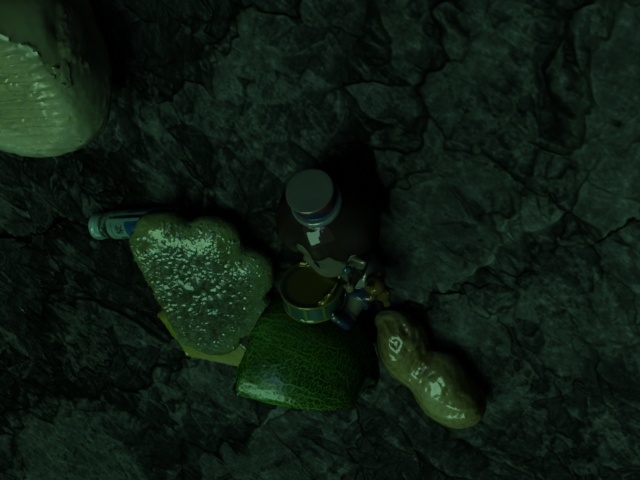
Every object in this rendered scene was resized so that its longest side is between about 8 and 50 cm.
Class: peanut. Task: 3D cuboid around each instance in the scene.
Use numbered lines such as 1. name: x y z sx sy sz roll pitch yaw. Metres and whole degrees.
1. peanut: 0.161 0.194 1.908 0.228 0.085 0.104 45 138 -7

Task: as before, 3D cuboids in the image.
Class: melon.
1. melon: 0.006 0.155 1.883 0.169 0.265 0.129 21 113 19

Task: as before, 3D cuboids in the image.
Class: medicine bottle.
1. medicine bottle: -0.297 -0.028 2.046 0.191 0.051 0.051 -2 128 39

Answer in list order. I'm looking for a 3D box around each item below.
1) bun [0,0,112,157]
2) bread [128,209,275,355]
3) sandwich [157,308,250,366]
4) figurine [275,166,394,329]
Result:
1. bun: -0.450 -0.287 1.781 0.360 0.211 0.359 16 146 11
2. bread: -0.169 0.063 1.986 0.207 0.056 0.286 -17 121 20
3. sandwich: -0.185 0.164 2.156 0.193 0.058 0.162 44 143 -12
4. figurine: 0.009 -0.004 1.761 0.161 0.158 0.275 -123 17 -45
